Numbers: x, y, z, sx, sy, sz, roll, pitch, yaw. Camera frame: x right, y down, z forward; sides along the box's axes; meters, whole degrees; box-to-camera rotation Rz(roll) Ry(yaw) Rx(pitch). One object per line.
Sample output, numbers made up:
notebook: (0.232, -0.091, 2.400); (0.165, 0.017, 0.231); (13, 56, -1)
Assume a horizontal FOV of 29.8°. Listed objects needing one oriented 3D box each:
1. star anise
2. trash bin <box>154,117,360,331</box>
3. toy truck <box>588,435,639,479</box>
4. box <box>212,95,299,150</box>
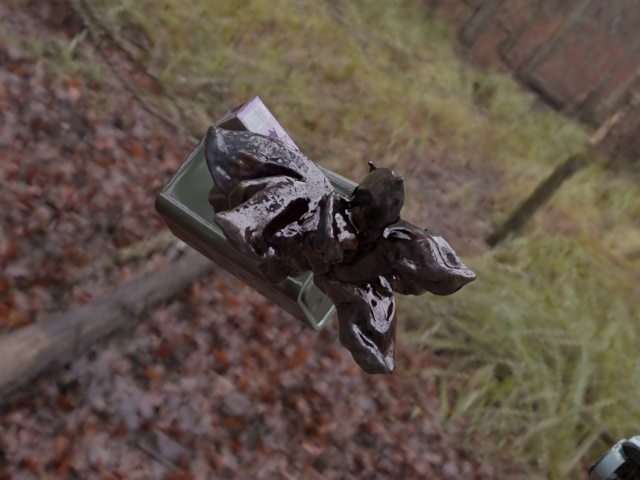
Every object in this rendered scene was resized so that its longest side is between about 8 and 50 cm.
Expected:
star anise: (-0.003, -0.003, 1.005); (0.283, 0.129, 0.212); (30, -16, 35)
trash bin: (-0.062, -0.024, 1.475); (0.240, 0.164, 0.122); (29, -16, 24)
toy truck: (0.343, 0.288, 1.247); (0.184, 0.338, 0.133); (-24, 60, -38)
box: (-0.048, -0.078, 1.144); (0.117, 0.051, 0.036); (52, 55, -18)
